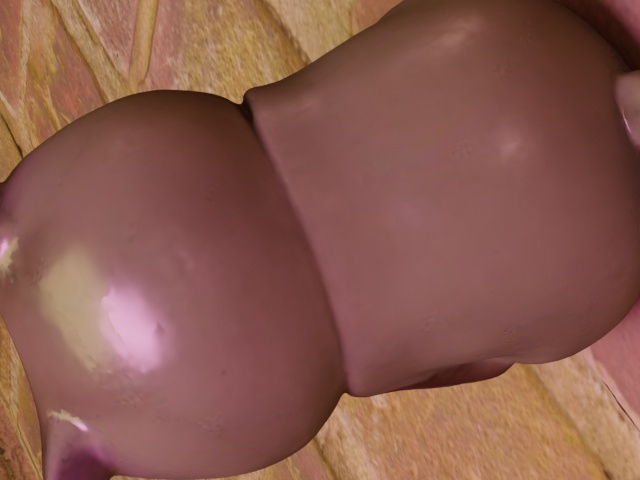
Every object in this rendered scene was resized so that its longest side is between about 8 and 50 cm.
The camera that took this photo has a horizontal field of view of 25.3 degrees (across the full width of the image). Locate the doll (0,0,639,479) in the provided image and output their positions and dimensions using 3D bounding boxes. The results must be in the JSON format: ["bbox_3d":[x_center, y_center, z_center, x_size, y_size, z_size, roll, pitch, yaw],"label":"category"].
[{"bbox_3d":[0.011,-0.006,0.750,0.226,0.370,0.215,-147,39,-83],"label":"doll"}]
